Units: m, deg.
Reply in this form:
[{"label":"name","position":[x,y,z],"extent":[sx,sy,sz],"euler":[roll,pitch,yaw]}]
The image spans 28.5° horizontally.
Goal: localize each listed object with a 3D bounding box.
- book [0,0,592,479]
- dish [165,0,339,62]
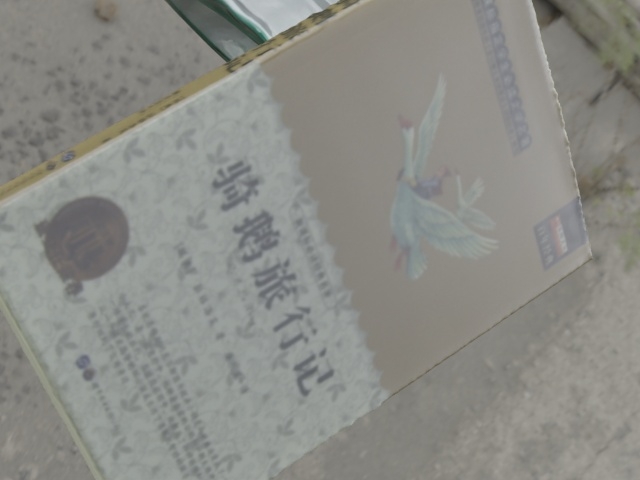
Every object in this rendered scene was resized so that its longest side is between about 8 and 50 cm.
[{"label":"book","position":[0.000,0.000,0.642],"extent":[0.310,0.217,0.021],"euler":[-32,32,-18]},{"label":"dish","position":[-0.016,-0.152,0.966],"extent":[0.246,0.224,0.078],"euler":[39,86,7]}]
